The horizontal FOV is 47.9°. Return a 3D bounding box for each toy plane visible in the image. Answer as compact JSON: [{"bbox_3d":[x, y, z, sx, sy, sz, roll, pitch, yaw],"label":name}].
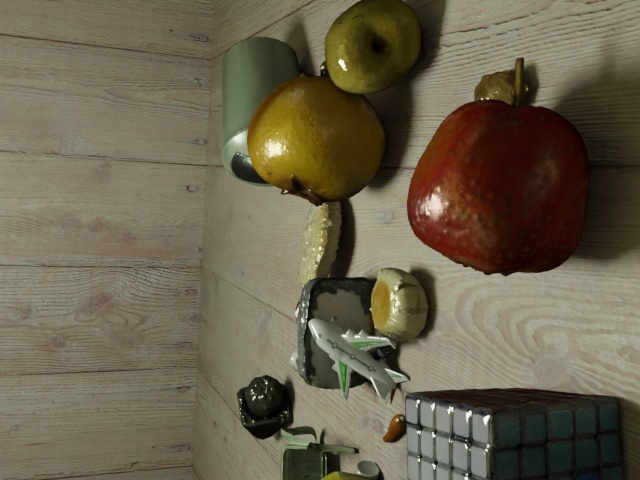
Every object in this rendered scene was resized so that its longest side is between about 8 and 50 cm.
[{"bbox_3d":[0.081,0.258,1.643,0.255,0.101,0.251,40,134,9],"label":"toy plane"}]

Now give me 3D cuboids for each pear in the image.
[{"bbox_3d":[0.110,-0.422,1.567,0.188,0.228,0.211,50,-177,-13],"label":"pear"}]

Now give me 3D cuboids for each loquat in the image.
[{"bbox_3d":[-0.005,-0.259,1.705,0.328,0.328,0.360,161,122,-67],"label":"loquat"}]

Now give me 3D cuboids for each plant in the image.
[{"bbox_3d":[-0.179,0.535,2.290,0.256,0.164,0.142,92,167,-46],"label":"plant"}]

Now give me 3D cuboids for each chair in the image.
[{"bbox_3d":[-0.020,0.603,1.890,0.274,0.190,0.203,-9,79,60],"label":"chair"}]

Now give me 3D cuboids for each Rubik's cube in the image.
[{"bbox_3d":[0.280,0.346,1.063,0.238,0.237,0.237,166,103,-68],"label":"Rubik's cube"}]

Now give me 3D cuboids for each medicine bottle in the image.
[{"bbox_3d":[0.104,0.577,1.711,0.058,0.058,0.091,-130,45,-58],"label":"medicine bottle"}]

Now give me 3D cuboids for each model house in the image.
[{"bbox_3d":[-0.005,0.217,1.835,0.301,0.190,0.272,-174,85,-69],"label":"model house"}]

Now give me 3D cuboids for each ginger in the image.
[{"bbox_3d":[0.301,-0.230,1.267,0.096,0.067,0.165,46,134,31],"label":"ginger"}]

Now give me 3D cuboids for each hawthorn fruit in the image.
[{"bbox_3d":[0.273,-0.110,1.089,0.287,0.287,0.330,-157,77,-67],"label":"hawthorn fruit"}]

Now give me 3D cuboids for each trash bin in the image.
[{"bbox_3d":[-0.164,-0.372,2.162,0.280,0.280,0.432,123,145,-52],"label":"trash bin"}]

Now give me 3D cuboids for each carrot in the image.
[{"bbox_3d":[0.164,0.425,1.612,0.142,0.035,0.035,111,151,-48],"label":"carrot"}]

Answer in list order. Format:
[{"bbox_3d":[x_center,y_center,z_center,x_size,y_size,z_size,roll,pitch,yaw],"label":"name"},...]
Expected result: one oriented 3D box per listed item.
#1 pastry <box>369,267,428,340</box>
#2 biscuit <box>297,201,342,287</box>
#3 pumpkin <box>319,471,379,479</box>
[{"bbox_3d":[0.167,0.136,1.549,0.166,0.088,0.166,-179,90,-67],"label":"pastry"},{"bbox_3d":[0.000,0.000,1.912,0.179,0.084,0.281,-160,81,-77],"label":"biscuit"},{"bbox_3d":[0.052,0.639,1.514,0.332,0.199,0.332,-47,23,27],"label":"pumpkin"}]
